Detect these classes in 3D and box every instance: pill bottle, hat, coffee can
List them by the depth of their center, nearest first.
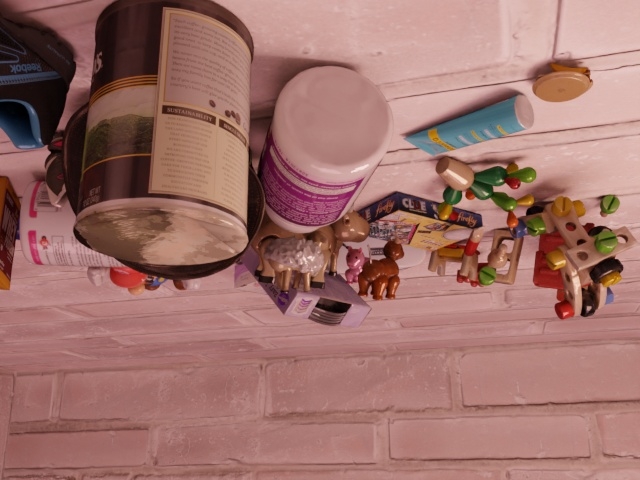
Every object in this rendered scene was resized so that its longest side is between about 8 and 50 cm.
[{"bbox_3d":[-0.185,-0.129,0.837,0.202,0.275,0.201,-1,160,0],"label":"coffee can"},{"bbox_3d":[-0.253,-0.052,0.999,0.331,0.134,0.331,3,119,6],"label":"hat"},{"bbox_3d":[-0.009,-0.118,1.038,0.169,0.169,0.301,3,160,-12],"label":"pill bottle"},{"bbox_3d":[-0.405,-0.029,1.293,0.283,0.160,0.160,2,161,-8],"label":"pill bottle"}]

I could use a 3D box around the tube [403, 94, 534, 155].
[{"bbox_3d":[0.234,-0.175,1.077,0.080,0.052,0.207,26,155,-35],"label":"tube"}]

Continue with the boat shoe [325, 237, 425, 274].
[{"bbox_3d":[0.092,0.035,1.595,0.301,0.108,0.102,-2,161,-18],"label":"boat shoe"}]

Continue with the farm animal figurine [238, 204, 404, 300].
[{"bbox_3d":[0.000,0.000,1.322,0.327,0.172,0.330,5,-176,-28],"label":"farm animal figurine"}]

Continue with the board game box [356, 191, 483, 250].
[{"bbox_3d":[0.207,-0.036,1.473,0.243,0.042,0.165,12,157,-33],"label":"board game box"}]

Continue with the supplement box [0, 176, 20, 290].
[{"bbox_3d":[-0.689,-0.015,1.275,0.194,0.191,0.129,3,161,-12],"label":"supplement box"}]

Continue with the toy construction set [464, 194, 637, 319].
[{"bbox_3d":[0.444,0.003,1.297,0.309,0.257,0.237,1,160,6],"label":"toy construction set"}]

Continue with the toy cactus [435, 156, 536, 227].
[{"bbox_3d":[0.281,-0.092,1.254,0.180,0.112,0.219,25,158,-33],"label":"toy cactus"}]

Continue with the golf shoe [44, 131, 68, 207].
[{"bbox_3d":[-0.318,-0.109,1.134,0.273,0.120,0.105,-1,159,-3],"label":"golf shoe"}]

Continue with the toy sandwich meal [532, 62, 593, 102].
[{"bbox_3d":[0.342,-0.225,0.959,0.086,0.029,0.085,4,161,1],"label":"toy sandwich meal"}]

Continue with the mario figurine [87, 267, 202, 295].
[{"bbox_3d":[-0.412,0.088,1.602,0.198,0.170,0.320,-37,167,-1],"label":"mario figurine"}]

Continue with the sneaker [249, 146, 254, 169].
[{"bbox_3d":[-0.129,-0.102,1.170,0.097,0.084,0.234,38,168,1],"label":"sneaker"}]

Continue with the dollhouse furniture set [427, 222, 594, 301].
[{"bbox_3d":[0.475,0.042,1.614,0.374,0.152,0.201,7,169,36],"label":"dollhouse furniture set"}]

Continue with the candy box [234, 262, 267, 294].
[{"bbox_3d":[-0.104,0.096,1.800,0.196,0.070,0.165,15,156,-40],"label":"candy box"}]

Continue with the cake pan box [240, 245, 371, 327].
[{"bbox_3d":[-0.040,0.088,1.533,0.246,0.267,0.070,14,113,-45],"label":"cake pan box"}]

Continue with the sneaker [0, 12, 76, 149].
[{"bbox_3d":[-0.421,-0.223,0.765,0.125,0.139,0.341,-10,158,29],"label":"sneaker"}]

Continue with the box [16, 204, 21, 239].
[{"bbox_3d":[-0.597,-0.025,1.491,0.225,0.036,0.136,13,157,-37],"label":"box"}]
